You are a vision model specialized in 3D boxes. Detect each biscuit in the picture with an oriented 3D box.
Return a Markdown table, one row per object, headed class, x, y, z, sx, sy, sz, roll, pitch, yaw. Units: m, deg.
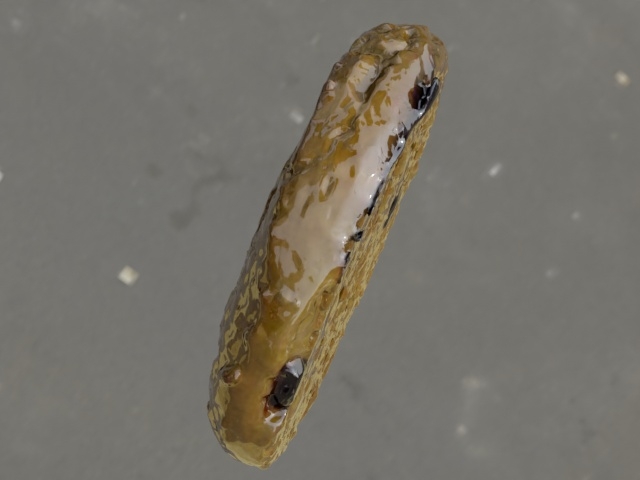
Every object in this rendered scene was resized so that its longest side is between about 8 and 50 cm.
| class | x | y | z | sx | sy | sz | roll | pitch | yaw |
| --- | --- | --- | --- | --- | --- | --- | --- | --- | --- |
| biscuit | -0.001 | -0.001 | 1.186 | 0.075 | 0.296 | 0.296 | 24 | 46 | 5 |
